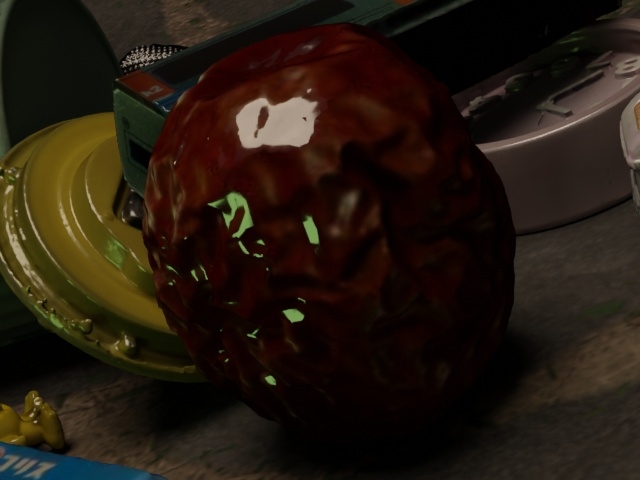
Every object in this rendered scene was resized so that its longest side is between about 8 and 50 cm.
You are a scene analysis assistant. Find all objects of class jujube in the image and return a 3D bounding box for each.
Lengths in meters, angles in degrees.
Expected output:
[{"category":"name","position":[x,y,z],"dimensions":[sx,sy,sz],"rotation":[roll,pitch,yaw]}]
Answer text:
[{"category":"jujube","position":[0.000,0.000,1.097],"dimensions":[0.213,0.232,0.213],"rotation":[-18,23,8]}]

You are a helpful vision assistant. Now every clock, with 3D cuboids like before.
[{"category":"clock","position":[-0.103,-0.011,1.260],"dimensions":[0.057,0.237,0.237],"rotation":[-60,-4,40]},{"category":"clock","position":[0.162,-0.082,1.334],"dimensions":[0.197,0.068,0.197],"rotation":[-20,23,9]}]

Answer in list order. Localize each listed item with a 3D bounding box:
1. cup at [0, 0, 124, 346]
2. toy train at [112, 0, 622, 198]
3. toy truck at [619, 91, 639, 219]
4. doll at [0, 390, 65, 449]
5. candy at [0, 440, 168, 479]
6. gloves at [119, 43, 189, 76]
[{"category":"cup","position":[-0.351,-0.054,1.495],"dimensions":[0.392,0.310,0.401],"rotation":[-12,27,16]},{"category":"toy train","position":[0.045,-0.137,1.288],"dimensions":[0.409,0.086,0.089],"rotation":[-28,42,-30]},{"category":"toy truck","position":[0.286,-0.068,1.115],"dimensions":[0.227,0.114,0.098],"rotation":[-19,23,13]},{"category":"doll","position":[-0.271,0.140,1.247],"dimensions":[0.145,0.096,0.188],"rotation":[8,28,41]},{"category":"candy","position":[-0.211,0.232,0.966],"dimensions":[0.157,0.100,0.306],"rotation":[1,34,48]},{"category":"gloves","position":[-0.103,-0.089,1.612],"dimensions":[0.181,0.106,0.129],"rotation":[27,46,30]}]
